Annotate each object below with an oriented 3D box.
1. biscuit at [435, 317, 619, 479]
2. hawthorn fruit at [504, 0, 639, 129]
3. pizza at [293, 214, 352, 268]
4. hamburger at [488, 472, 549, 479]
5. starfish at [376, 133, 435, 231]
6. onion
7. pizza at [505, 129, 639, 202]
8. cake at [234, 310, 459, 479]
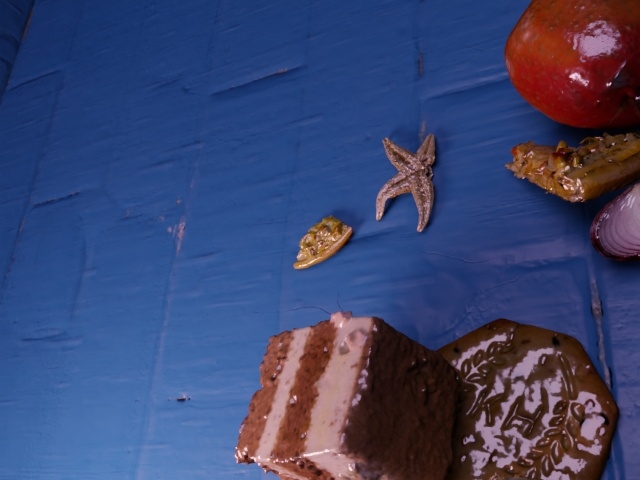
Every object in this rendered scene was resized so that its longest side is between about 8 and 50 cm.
[{"bbox_3d":[0.317,0.300,1.222,0.359,0.046,0.359,-15,57,24],"label":"biscuit"},{"bbox_3d":[0.504,-0.314,1.281,0.284,0.285,0.369,-32,47,14],"label":"hawthorn fruit"},{"bbox_3d":[0.000,0.000,1.591,0.160,0.036,0.099,-31,52,14],"label":"pizza"},{"bbox_3d":[0.299,0.490,1.034,0.276,0.179,0.294,-54,52,8],"label":"hamburger"},{"bbox_3d":[0.180,-0.131,1.541,0.138,0.050,0.247,-8,58,31],"label":"starfish"},{"bbox_3d":[0.557,-0.030,1.217,0.206,0.098,0.151,-22,91,7],"label":"onion"},{"bbox_3d":[0.492,-0.156,1.304,0.251,0.074,0.288,-16,21,-9],"label":"pizza"},{"bbox_3d":[0.049,0.298,1.210,0.290,0.255,0.282,-22,44,50],"label":"cake"}]
